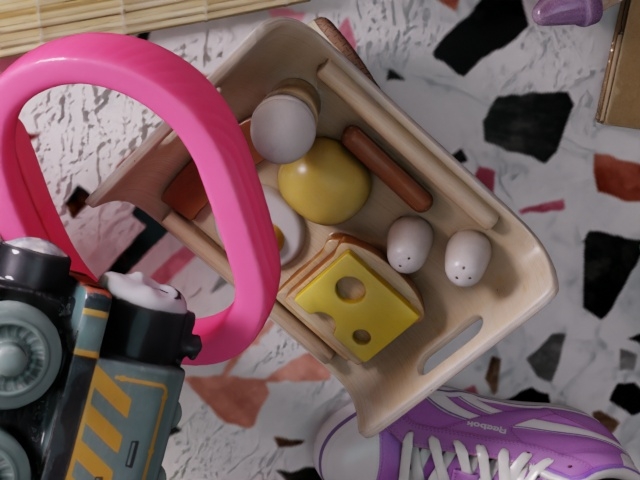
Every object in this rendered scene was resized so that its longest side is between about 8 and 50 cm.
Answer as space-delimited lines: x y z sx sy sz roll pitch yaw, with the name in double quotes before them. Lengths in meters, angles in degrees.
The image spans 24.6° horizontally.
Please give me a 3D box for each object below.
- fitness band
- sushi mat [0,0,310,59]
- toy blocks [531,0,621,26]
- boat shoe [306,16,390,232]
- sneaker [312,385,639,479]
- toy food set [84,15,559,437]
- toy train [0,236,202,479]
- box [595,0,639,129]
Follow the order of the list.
"fitness band" -0.143 -0.022 1.095 0.209 0.054 0.290 -1 127 22
"sushi mat" -0.165 -0.231 1.130 0.317 0.019 0.151 -13 107 -12
"toy blocks" 0.151 -0.221 1.072 0.260 0.288 0.309 -28 113 -15
"boat shoe" 0.030 -0.053 1.194 0.095 0.095 0.257 -30 111 1
"sneaker" 0.143 0.195 1.257 0.282 0.161 0.102 -1 107 -13
"toy food set" 0.000 0.000 1.136 0.306 0.092 0.220 42 118 -11
"toy train" -0.203 0.169 1.064 0.190 0.142 0.333 13 92 -24
"box" 0.351 -0.170 1.282 0.201 0.021 0.164 6 103 -16
